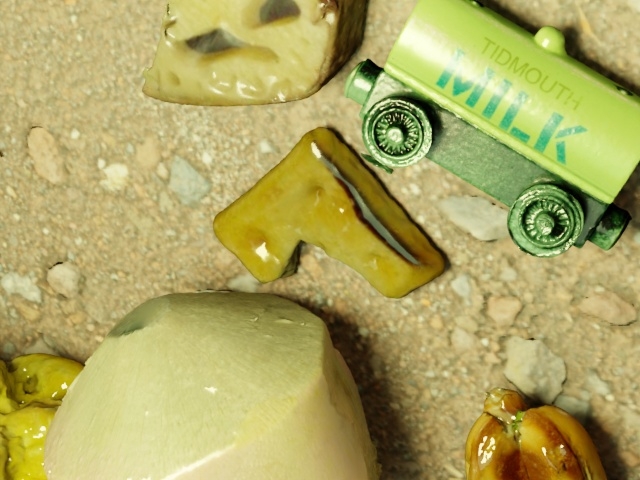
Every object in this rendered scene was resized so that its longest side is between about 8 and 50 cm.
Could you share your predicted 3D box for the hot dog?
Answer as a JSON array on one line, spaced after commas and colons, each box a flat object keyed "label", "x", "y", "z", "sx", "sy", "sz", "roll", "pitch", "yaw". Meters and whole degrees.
[{"label": "hot dog", "x": 0.216, "y": 0.275, "z": 1.284, "sx": 0.135, "sy": 0.100, "sz": 0.337, "roll": -8, "pitch": 115, "yaw": 23}]

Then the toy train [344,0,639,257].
[{"label": "toy train", "x": 0.148, "y": -0.100, "z": 1.101, "sx": 0.253, "sy": 0.105, "sz": 0.157, "roll": 32, "pitch": 115, "yaw": 7}]

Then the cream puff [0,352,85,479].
[{"label": "cream puff", "x": -0.312, "y": 0.257, "z": 1.431, "sx": 0.257, "sy": 0.324, "sz": 0.291, "roll": 3, "pitch": 91, "yaw": -4}]

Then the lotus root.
[{"label": "lotus root", "x": -0.048, "y": -0.199, "z": 1.164, "sx": 0.170, "sy": 0.074, "sz": 0.260, "roll": 27, "pitch": 128, "yaw": 9}]

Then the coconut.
[{"label": "coconut", "x": -0.097, "y": 0.191, "z": 1.291, "sx": 0.297, "sy": 0.297, "sz": 0.309, "roll": -6, "pitch": 117, "yaw": 32}]

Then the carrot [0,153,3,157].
[{"label": "carrot", "x": -0.409, "y": -0.158, "z": 1.406, "sx": 0.224, "sy": 0.057, "sz": 0.057, "roll": 47, "pitch": 129, "yaw": -7}]

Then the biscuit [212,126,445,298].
[{"label": "biscuit", "x": 0.000, "y": 0.000, "z": 1.278, "sx": 0.183, "sy": 0.039, "sz": 0.174, "roll": -34, "pitch": 100, "yaw": 39}]
